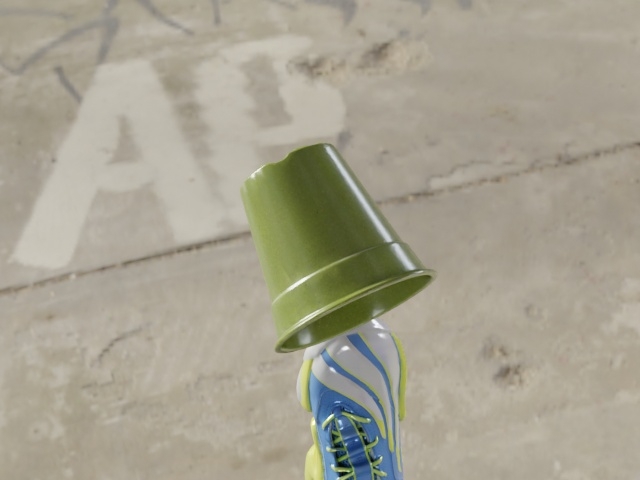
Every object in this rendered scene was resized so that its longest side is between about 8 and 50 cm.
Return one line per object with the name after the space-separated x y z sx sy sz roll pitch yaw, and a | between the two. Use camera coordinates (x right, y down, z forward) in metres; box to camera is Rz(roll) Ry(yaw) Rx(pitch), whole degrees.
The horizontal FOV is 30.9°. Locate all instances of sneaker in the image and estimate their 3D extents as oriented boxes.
0.040 0.173 0.925 0.091 0.240 0.126 -13 45 -11 | sneaker

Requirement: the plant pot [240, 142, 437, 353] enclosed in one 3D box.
0.000 0.000 0.543 0.083 0.083 0.079 -22 76 -18 | plant pot
